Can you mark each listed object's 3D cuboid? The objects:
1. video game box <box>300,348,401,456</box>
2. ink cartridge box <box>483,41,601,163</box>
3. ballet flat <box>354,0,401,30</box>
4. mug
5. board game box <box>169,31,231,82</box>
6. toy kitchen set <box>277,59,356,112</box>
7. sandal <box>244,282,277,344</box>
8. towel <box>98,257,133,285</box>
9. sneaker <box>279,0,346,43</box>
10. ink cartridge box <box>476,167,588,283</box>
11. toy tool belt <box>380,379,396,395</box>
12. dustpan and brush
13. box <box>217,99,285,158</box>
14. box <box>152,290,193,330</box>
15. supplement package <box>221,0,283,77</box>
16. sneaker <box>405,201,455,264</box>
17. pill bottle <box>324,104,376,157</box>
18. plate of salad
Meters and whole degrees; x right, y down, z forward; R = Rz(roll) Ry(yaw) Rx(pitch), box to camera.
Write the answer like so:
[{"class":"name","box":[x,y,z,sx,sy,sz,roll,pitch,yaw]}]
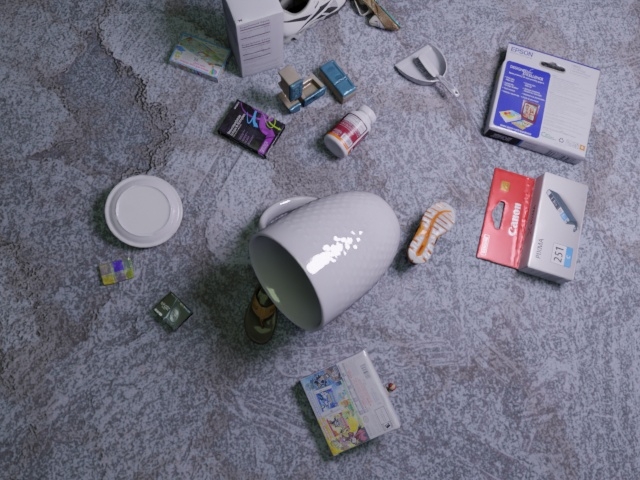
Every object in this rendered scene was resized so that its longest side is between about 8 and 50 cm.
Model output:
[{"class":"video game box","box":[0.074,0.405,1.267,0.187,0.048,0.205,-26,80,8]},{"class":"ink cartridge box","box":[0.677,-0.421,1.542,0.303,0.072,0.307,18,73,0]},{"class":"ballet flat","box":[0.165,-0.714,1.575,0.067,0.073,0.206,-41,79,15]},{"class":"mug","box":[0.000,0.000,1.291,0.328,0.276,0.374,-34,51,-29]},{"class":"board game box","box":[-0.355,-0.544,1.499,0.154,0.026,0.103,21,75,0]},{"class":"toy kitchen set","box":[-0.005,-0.446,1.434,0.207,0.166,0.122,-36,82,-12]},{"class":"sandal","box":[-0.140,0.162,1.328,0.090,0.060,0.219,21,75,0]},{"class":"towel","box":[-0.542,0.082,1.339,0.083,0.009,0.060,-14,77,-8]},{"class":"sneaker","box":[-0.015,-0.742,1.519,0.122,0.146,0.330,40,75,7]},{"class":"ink cartridge box","box":[0.610,-0.055,1.446,0.261,0.066,0.296,17,75,-2]},{"class":"toy tool belt","box":[0.152,0.388,1.305,0.083,0.052,0.051,-41,91,-13]},{"class":"dustpan and brush","box":[0.345,-0.506,1.533,0.147,0.060,0.211,-35,82,-12]},{"class":"box","box":[-0.199,-0.323,1.458,0.162,0.029,0.116,27,76,3]},{"class":"box","box":[-0.387,0.185,1.322,0.083,0.018,0.067,44,76,6]},{"class":"supplement package","box":[-0.187,-0.596,1.414,0.134,0.244,0.139,-21,80,-9]},{"class":"sneaker","box":[0.297,-0.019,1.404,0.084,0.083,0.215,38,71,5]},{"class":"pill bottle","box":[0.088,-0.316,1.452,0.086,0.086,0.152,42,76,6]},{"class":"plate of salad","box":[-0.476,-0.079,1.365,0.200,0.048,0.200,2,82,-13]}]
